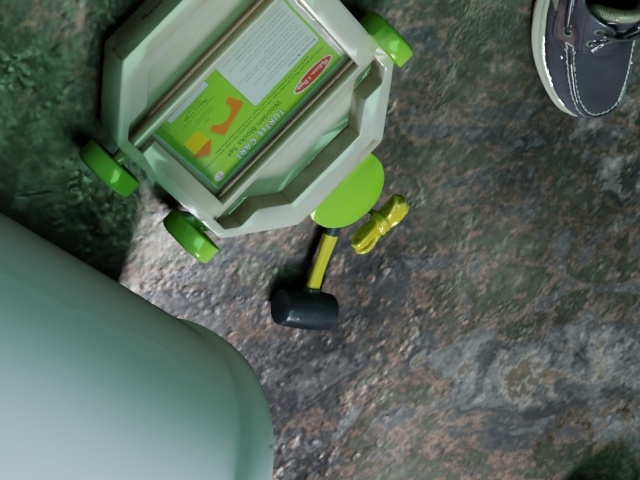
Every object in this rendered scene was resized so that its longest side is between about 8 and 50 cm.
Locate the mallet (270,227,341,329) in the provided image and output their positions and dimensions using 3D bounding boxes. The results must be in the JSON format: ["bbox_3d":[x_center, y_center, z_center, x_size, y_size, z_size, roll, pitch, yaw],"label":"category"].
[{"bbox_3d":[0.000,0.000,1.648,0.062,0.039,0.189,-1,116,-31],"label":"mallet"}]

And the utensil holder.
[{"bbox_3d":[-0.281,0.143,1.356,0.327,0.327,0.385,-50,132,6],"label":"utensil holder"}]

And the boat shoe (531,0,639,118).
[{"bbox_3d":[0.264,-0.226,1.621,0.103,0.092,0.285,-20,130,-22],"label":"boat shoe"}]

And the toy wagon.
[{"bbox_3d":[-0.042,-0.103,1.519,0.267,0.068,0.344,-45,135,2],"label":"toy wagon"}]
